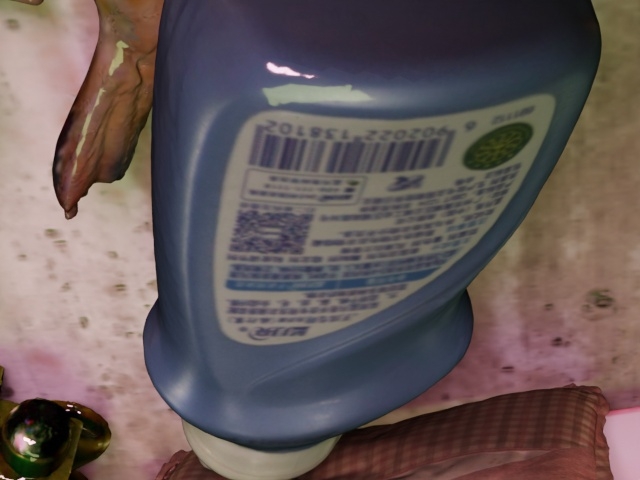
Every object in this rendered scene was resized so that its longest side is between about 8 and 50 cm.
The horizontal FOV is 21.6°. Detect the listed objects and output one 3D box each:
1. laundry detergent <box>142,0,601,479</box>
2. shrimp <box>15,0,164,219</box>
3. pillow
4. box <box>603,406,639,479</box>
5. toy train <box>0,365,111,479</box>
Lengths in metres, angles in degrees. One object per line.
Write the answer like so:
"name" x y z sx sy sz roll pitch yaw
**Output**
"laundry detergent" 0.000 0.000 0.635 0.143 0.094 0.290 -8 147 -18
"shrimp" -0.114 -0.068 0.579 0.145 0.059 0.254 -11 136 -1
"pillow" 0.023 0.104 0.739 0.211 0.135 0.034 -9 108 12
"box" 0.079 0.299 0.828 0.300 0.312 0.314 -8 141 12
"toy train" -0.182 0.138 0.814 0.137 0.090 0.225 15 140 -6
